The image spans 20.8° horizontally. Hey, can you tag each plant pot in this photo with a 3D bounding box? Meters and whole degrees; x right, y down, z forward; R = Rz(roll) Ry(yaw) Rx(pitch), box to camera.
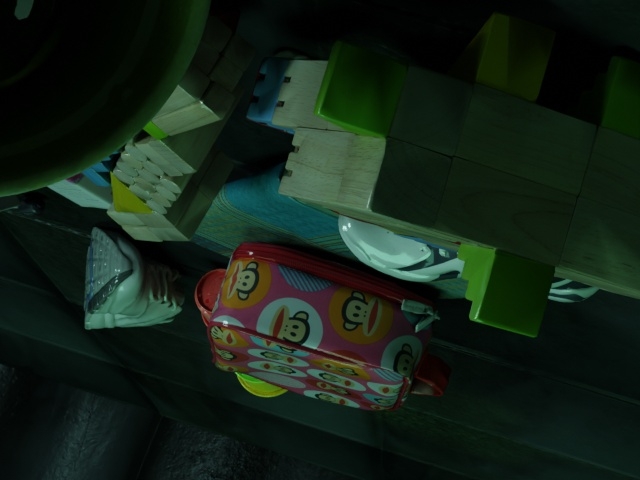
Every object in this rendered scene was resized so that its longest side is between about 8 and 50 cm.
[{"bbox_3d":[-0.229,-0.170,1.057,0.276,0.276,0.254,24,177,-19],"label":"plant pot"}]

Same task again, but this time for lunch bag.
[{"bbox_3d":[0.015,0.106,1.844,0.258,0.120,0.293,18,167,1],"label":"lunch bag"}]

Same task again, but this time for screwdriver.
[{"bbox_3d":[-0.372,-0.042,2.144,0.025,0.024,0.170,-7,-176,-24],"label":"screwdriver"}]

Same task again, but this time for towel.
[{"bbox_3d":[0.000,0.000,1.783,0.271,0.040,0.370,25,166,-22],"label":"towel"}]

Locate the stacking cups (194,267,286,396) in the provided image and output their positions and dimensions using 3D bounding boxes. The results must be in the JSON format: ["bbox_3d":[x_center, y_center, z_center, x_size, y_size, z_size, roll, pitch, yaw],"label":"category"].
[{"bbox_3d":[-0.094,0.109,2.243,0.096,0.096,0.316,15,160,16],"label":"stacking cups"}]

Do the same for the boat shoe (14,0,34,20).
[{"bbox_3d":[-0.295,-0.217,1.242,0.267,0.096,0.088,26,176,-43],"label":"boat shoe"}]

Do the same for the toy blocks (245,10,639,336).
[{"bbox_3d":[0.114,-0.042,1.237,0.381,0.190,0.261,16,179,-25],"label":"toy blocks"}]

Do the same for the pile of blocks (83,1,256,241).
[{"bbox_3d":[-0.131,-0.117,1.385,0.149,0.112,0.362,28,158,2],"label":"pile of blocks"}]

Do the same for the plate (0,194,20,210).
[{"bbox_3d":[-0.521,-0.071,1.983,0.278,0.045,0.277,14,-167,17],"label":"plate"}]

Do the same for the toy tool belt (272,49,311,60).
[{"bbox_3d":[-0.007,-0.109,1.345,0.083,0.051,0.052,19,166,-4],"label":"toy tool belt"}]

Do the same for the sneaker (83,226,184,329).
[{"bbox_3d":[-0.232,0.051,2.190,0.129,0.111,0.297,4,171,-7],"label":"sneaker"}]

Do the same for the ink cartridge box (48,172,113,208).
[{"bbox_3d":[-0.214,-0.095,1.555,0.062,0.104,0.181,6,161,42],"label":"ink cartridge box"}]

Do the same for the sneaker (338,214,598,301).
[{"bbox_3d":[0.133,-0.013,1.445,0.235,0.094,0.153,18,164,4],"label":"sneaker"}]
